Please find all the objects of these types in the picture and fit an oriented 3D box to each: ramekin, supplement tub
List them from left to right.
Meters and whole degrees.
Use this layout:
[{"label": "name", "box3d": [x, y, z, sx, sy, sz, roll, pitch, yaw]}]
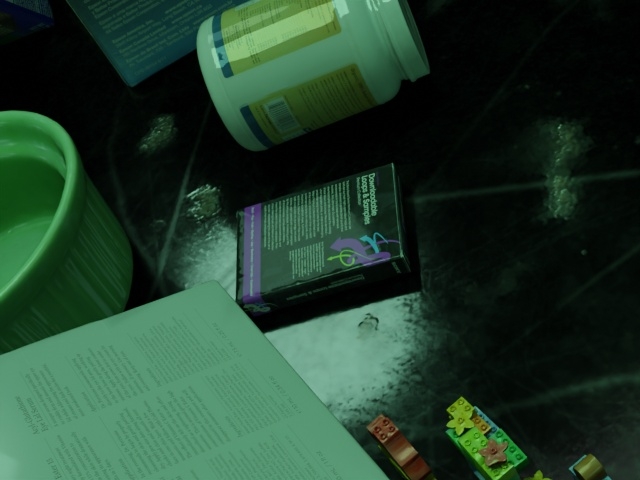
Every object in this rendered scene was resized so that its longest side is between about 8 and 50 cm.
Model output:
[{"label": "ramekin", "box3d": [-0.332, 0.032, 1.101, 0.303, 0.148, 0.303, -15, 46, 17]}, {"label": "supplement tub", "box3d": [-0.006, -0.185, 1.114, 0.199, 0.144, 0.144, -20, 45, 12]}]

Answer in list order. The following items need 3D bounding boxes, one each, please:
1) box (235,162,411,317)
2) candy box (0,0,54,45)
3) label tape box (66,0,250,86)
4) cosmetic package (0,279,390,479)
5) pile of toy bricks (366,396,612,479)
[{"label": "box", "box3d": [0.000, 0.000, 1.032, 0.162, 0.029, 0.116, -17, 47, 17]}, {"label": "candy box", "box3d": [-0.526, -0.301, 1.384, 0.268, 0.317, 0.122, -17, 85, 16]}, {"label": "label tape box", "box3d": [-0.201, -0.366, 1.242, 0.240, 0.334, 0.106, -29, 44, 3]}, {"label": "cosmetic package", "box3d": [-0.116, 0.199, 0.799, 0.284, 0.097, 0.377, -17, 38, -25]}, {"label": "pile of toy bricks", "box3d": [0.123, 0.163, 0.766, 0.118, 0.105, 0.212, -39, 45, -8]}]
